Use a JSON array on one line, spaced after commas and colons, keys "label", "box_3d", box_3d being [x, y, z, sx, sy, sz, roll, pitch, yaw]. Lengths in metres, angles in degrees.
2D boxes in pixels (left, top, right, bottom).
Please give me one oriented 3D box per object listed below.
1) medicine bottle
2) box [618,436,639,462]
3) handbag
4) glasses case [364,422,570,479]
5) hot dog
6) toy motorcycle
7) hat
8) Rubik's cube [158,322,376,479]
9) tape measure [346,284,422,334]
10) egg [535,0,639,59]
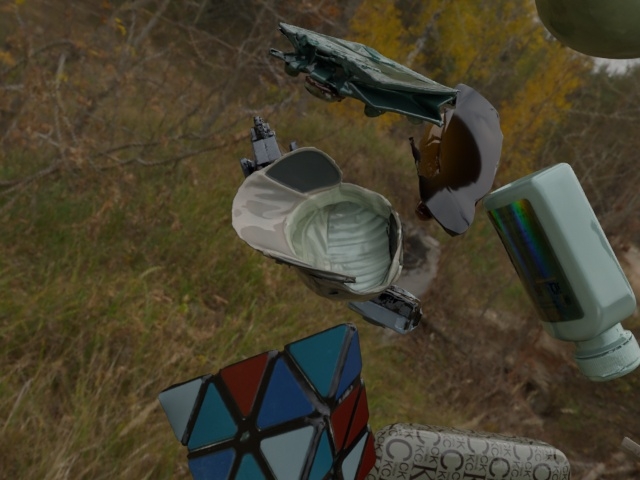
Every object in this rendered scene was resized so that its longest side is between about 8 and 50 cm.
[{"label": "medicine bottle", "box_3d": [0.266, 0.037, 0.748, 0.229, 0.083, 0.121, 63, -16, 0]}, {"label": "box", "box_3d": [0.495, 0.330, 1.059, 0.083, 0.024, 0.053, 28, 3, -43]}, {"label": "handbag", "box_3d": [0.076, -0.287, 1.258, 0.268, 0.100, 0.274, 36, 25, 31]}, {"label": "glasses case", "box_3d": [0.222, 0.355, 1.038, 0.354, 0.137, 0.085, 13, 0, -21]}, {"label": "hot dog", "box_3d": [0.253, -0.155, 1.414, 0.194, 0.326, 0.107, 39, -30, -4]}, {"label": "toy motorcycle", "box_3d": [-0.080, -0.110, 1.308, 0.307, 0.108, 0.173, -109, -178, -51]}, {"label": "hat", "box_3d": [-0.006, -0.003, 1.049, 0.275, 0.161, 0.232, 14, 48, -29]}, {"label": "Rubik's cube", "box_3d": [0.013, 0.209, 0.780, 0.234, 0.250, 0.284, 29, 11, -45]}, {"label": "tape measure", "box_3d": [0.153, 0.155, 1.662, 0.182, 0.107, 0.181, 23, 0, 22]}, {"label": "egg", "box_3d": [0.519, -0.430, 1.219, 0.295, 0.218, 0.218, 19, 18, -14]}]
